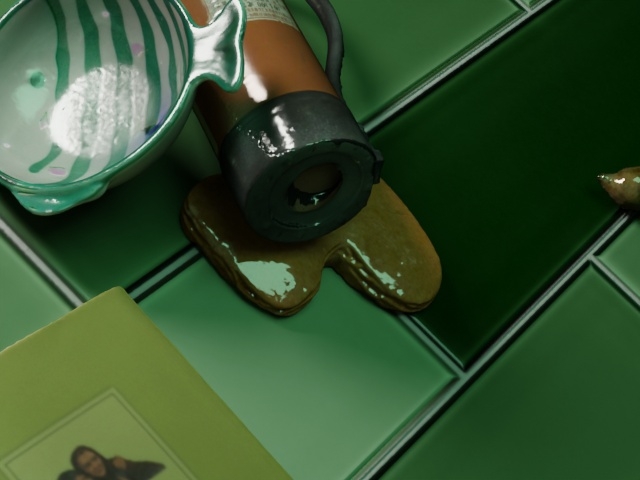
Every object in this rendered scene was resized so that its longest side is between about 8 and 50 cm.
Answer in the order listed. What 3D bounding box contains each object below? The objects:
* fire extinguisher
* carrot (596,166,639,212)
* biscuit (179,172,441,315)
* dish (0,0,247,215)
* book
[{"bbox_3d":[-0.057,-0.159,1.218,0.200,0.113,0.376,26,29,-50],"label":"fire extinguisher"},{"bbox_3d":[0.423,-0.035,1.424,0.342,0.070,0.070,5,53,-19],"label":"carrot"},{"bbox_3d":[0.000,0.000,1.181,0.192,0.036,0.186,-28,74,-39],"label":"biscuit"},{"bbox_3d":[-0.159,-0.112,1.104,0.246,0.078,0.224,-8,63,18],"label":"dish"},{"bbox_3d":[-0.106,0.208,0.960,0.352,0.035,0.239,47,46,11],"label":"book"}]
